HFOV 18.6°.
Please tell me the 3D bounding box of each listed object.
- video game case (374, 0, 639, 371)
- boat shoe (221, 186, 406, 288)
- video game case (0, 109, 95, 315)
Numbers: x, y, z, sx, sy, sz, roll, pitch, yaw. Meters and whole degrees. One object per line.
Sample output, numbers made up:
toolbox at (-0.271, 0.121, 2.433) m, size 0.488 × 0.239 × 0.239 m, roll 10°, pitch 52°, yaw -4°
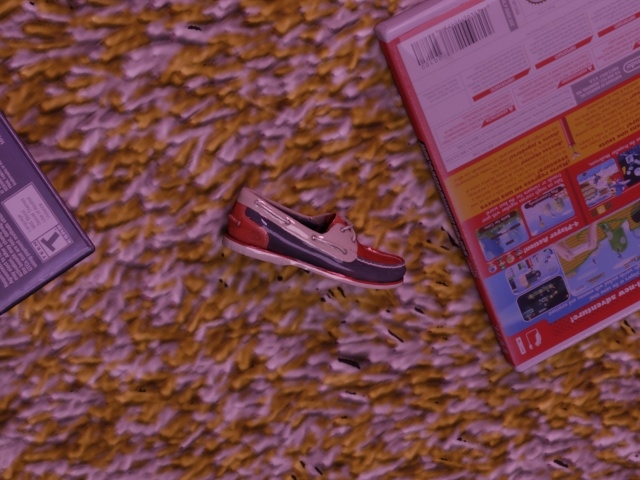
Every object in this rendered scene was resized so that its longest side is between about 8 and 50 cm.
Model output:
video game case at (0.179, -0.070, 1.401) m, size 0.204 × 0.025 × 0.285 m, roll -27°, pitch 113°, yaw -9°
boat shoe at (0.000, 0.000, 1.354) m, size 0.137 × 0.049 × 0.043 m, roll 16°, pitch 100°, yaw -17°
video game case at (-0.309, 0.003, 1.222) m, size 0.274 × 0.026 × 0.196 m, roll -35°, pitch 90°, yaw -4°
